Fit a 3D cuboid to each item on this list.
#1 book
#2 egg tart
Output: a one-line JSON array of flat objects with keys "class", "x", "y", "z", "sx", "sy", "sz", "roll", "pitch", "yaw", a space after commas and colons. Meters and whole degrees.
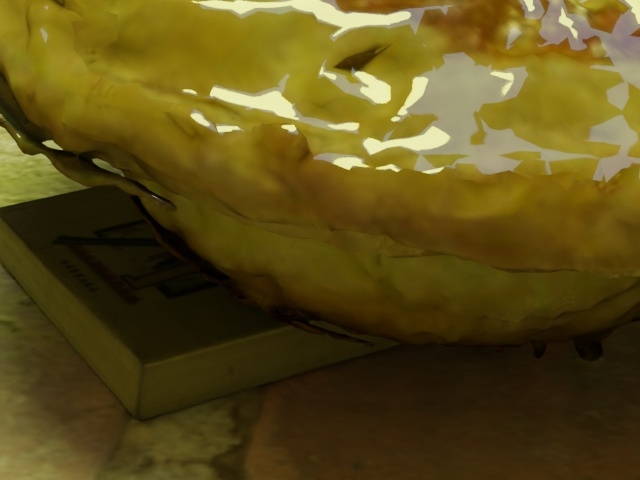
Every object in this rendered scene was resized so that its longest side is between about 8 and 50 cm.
[{"class": "book", "x": 0.000, "y": 0.000, "z": 0.742, "sx": 0.231, "sy": 0.026, "sz": 0.161, "roll": -14, "pitch": 28, "yaw": -25}, {"class": "egg tart", "x": 0.056, "y": -0.092, "z": 0.683, "sx": 0.443, "sy": 0.178, "sz": 0.443, "roll": 3, "pitch": 35, "yaw": -2}]
